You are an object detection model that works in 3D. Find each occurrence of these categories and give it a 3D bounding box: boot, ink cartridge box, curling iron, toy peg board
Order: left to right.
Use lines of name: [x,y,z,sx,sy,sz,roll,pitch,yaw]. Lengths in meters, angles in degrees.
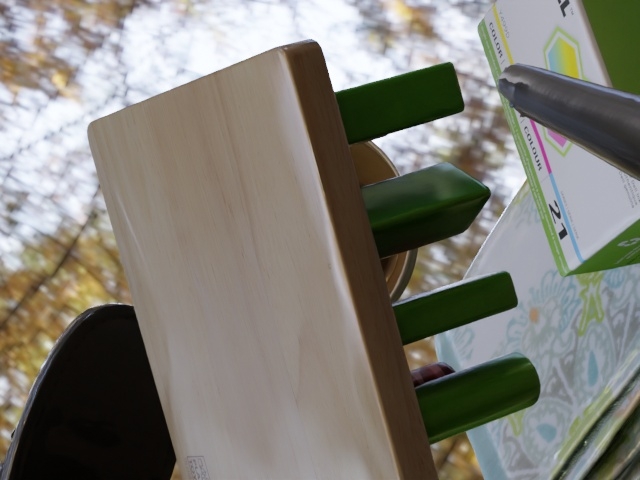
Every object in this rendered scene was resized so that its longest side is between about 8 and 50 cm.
boot: [-0.186,0.139,0.954,0.091,0.229,0.263,16,-87,-34]
toy peg board: [0.000,0.015,0.628,0.079,0.160,0.161,-16,-88,-31]
ink cartridge box: [0.206,-0.112,1.031,0.097,0.255,0.189,-12,-106,-19]
curling iron: [0.130,-0.011,0.555,0.035,0.274,0.068,-27,-58,-17]

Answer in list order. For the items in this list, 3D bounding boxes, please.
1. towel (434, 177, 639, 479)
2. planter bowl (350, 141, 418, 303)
towel: [0.233,0.056,1.455,0.090,0.374,0.320,23,-67,-22]
planter bowl: [0.000,0.000,1.229,0.162,0.162,0.109,-68,-18,1]
